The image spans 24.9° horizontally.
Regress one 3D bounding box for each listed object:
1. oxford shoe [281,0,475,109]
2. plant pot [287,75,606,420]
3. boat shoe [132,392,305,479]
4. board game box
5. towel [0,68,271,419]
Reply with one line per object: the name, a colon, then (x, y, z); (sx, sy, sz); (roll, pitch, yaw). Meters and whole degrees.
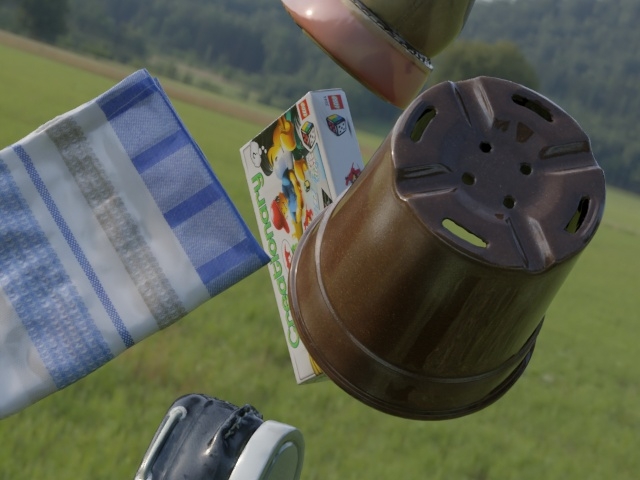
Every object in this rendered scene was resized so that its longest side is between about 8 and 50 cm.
oxford shoe: (0.047, -0.222, 1.074); (0.140, 0.146, 0.397); (36, 14, -25)
plant pot: (0.080, -0.001, 0.856); (0.167, 0.167, 0.165); (17, -32, -6)
boat shoe: (-0.111, 0.240, 0.906); (0.091, 0.302, 0.114); (19, -24, 22)
board game box: (0.000, 0.000, 1.690); (0.053, 0.305, 0.193); (-7, -14, -30)
towel: (-0.212, 0.004, 1.184); (0.209, 0.285, 0.034); (58, -9, 13)
